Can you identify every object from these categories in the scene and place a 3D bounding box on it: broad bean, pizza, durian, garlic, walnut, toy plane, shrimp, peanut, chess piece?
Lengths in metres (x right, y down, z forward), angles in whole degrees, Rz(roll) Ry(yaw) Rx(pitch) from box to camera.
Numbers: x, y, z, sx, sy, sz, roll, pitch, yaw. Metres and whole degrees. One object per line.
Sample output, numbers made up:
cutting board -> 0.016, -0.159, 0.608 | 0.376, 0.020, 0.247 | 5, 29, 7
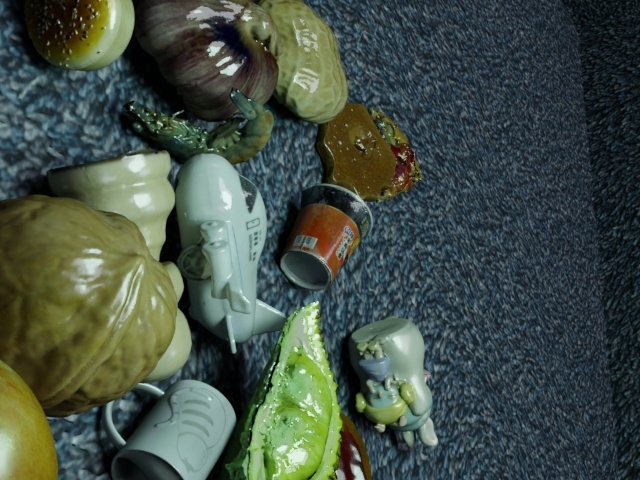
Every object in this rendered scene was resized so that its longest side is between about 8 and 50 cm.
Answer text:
broad bean -> -0.005, 0.334, 1.303 | 0.156, 0.122, 0.228 | 29, 42, -20
pizza -> 0.149, -0.142, 1.851 | 0.201, 0.053, 0.193 | 47, 40, -41
durian -> -0.068, 0.240, 1.168 | 0.352, 0.158, 0.169 | -71, 149, -48
garlic -> -0.140, -0.282, 1.294 | 0.245, 0.160, 0.245 | 42, 37, -42
walnut -> -0.247, 0.060, 0.902 | 0.228, 0.228, 0.228 | 33, 50, -50
toy plane -> -0.122, 0.015, 1.209 | 0.267, 0.122, 0.267 | 168, -90, -85
shrimp -> -0.150, -0.153, 1.245 | 0.217, 0.150, 0.051 | 19, 52, -50
peanut -> -0.033, -0.303, 1.554 | 0.196, 0.110, 0.233 | -2, 81, -60
chess piece -> -0.215, 0.034, 1.076 | 0.142, 0.142, 0.261 | -18, 99, -61

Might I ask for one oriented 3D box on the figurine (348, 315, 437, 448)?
figurine -> 0.127, 0.255, 1.564 | 0.155, 0.127, 0.236 | -57, 131, -76

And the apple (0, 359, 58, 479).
apple -> -0.315, 0.198, 0.737 | 0.237, 0.236, 0.208 | -52, 144, -55

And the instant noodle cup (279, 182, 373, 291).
instant noodle cup -> 0.002, 0.001, 1.477 | 0.127, 0.127, 0.136 | 57, 42, -29

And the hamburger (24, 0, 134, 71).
hamburger -> -0.280, -0.264, 1.093 | 0.081, 0.126, 0.141 | 21, 64, -67

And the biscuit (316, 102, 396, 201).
biscuit -> 0.055, -0.148, 1.699 | 0.182, 0.034, 0.215 | 57, 38, -12

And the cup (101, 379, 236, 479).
cup -> -0.172, 0.220, 1.083 | 0.136, 0.099, 0.133 | 65, 32, -20
